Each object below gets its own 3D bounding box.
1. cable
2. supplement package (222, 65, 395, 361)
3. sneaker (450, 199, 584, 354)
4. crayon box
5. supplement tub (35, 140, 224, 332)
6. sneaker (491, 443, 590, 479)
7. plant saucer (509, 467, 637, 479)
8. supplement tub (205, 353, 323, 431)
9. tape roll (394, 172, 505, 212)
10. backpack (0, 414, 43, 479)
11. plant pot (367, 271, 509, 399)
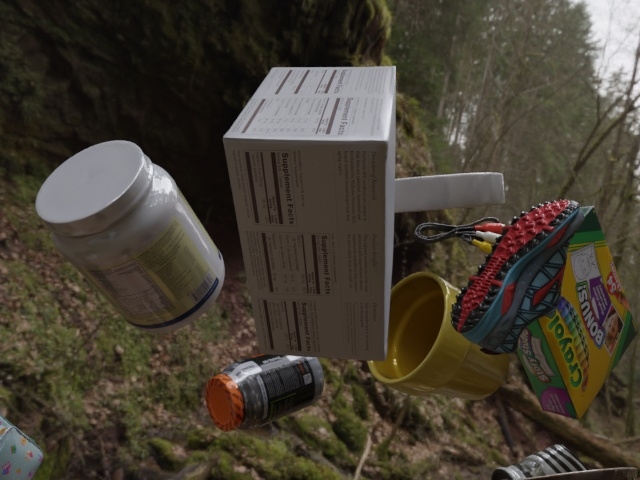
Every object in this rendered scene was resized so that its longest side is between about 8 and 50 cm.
[{"bbox_3d":[0.434,-0.031,1.642,0.287,0.140,0.072,14,-23,8],"label":"cable"},{"bbox_3d":[0.008,-0.034,0.605,0.145,0.262,0.204,2,35,9],"label":"supplement package"},{"bbox_3d":[0.311,0.057,0.825,0.125,0.262,0.104,40,-1,-19],"label":"sneaker"},{"bbox_3d":[0.563,0.158,1.241,0.313,0.363,0.106,-38,19,-30],"label":"crayon box"},{"bbox_3d":[-0.344,0.000,1.031,0.235,0.235,0.325,10,-36,27],"label":"supplement tub"},{"bbox_3d":[0.574,0.681,1.315,0.257,0.448,0.169,-21,26,-13],"label":"sneaker"},{"bbox_3d":[0.270,0.358,0.741,0.310,0.050,0.311,-5,-28,-3],"label":"plant saucer"},{"bbox_3d":[-0.096,0.257,0.955,0.190,0.117,0.117,-8,11,-43],"label":"supplement tub"},{"bbox_3d":[0.220,-0.101,1.247,0.391,0.072,0.392,-5,2,0],"label":"tape roll"},{"bbox_3d":[-0.657,0.453,1.067,0.144,0.188,0.166,6,-44,19],"label":"backpack"},{"bbox_3d":[0.268,0.230,1.189,0.239,0.254,0.254,29,-10,-24],"label":"plant pot"}]
